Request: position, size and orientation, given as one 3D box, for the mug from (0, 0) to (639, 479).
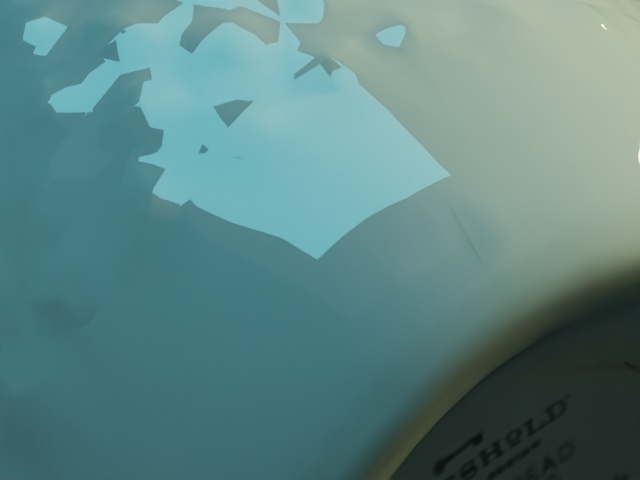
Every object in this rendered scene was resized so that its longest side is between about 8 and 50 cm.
[{"bbox_3d":[0.000,0.000,0.493,0.374,0.276,0.328,-25,34,-25],"label":"mug"}]
